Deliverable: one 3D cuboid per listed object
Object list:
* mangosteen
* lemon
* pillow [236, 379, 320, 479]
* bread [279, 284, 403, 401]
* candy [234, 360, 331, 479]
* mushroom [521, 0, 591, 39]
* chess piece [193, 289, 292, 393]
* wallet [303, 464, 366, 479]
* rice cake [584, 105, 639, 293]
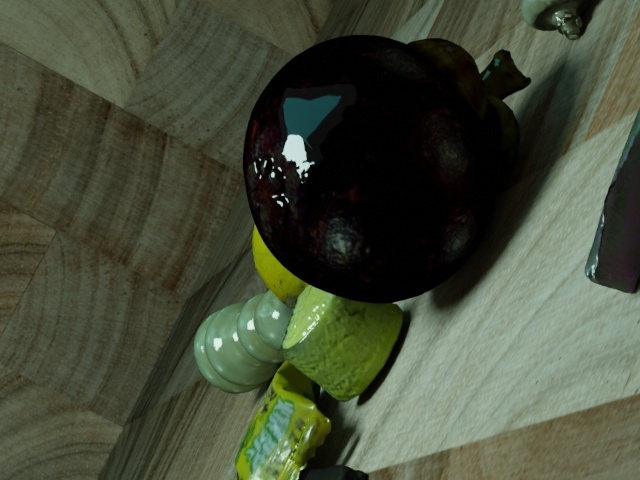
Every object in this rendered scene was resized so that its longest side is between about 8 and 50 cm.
[{"bbox_3d":[0.065,-0.079,1.865,0.313,0.297,0.297,-16,-35,-56],"label":"mangosteen"},{"bbox_3d":[0.002,-0.001,2.234,0.193,0.180,0.180,-28,-22,-52],"label":"lemon"},{"bbox_3d":[-0.052,0.242,2.201,0.203,0.038,0.113,-36,33,63],"label":"pillow"},{"bbox_3d":[0.029,0.107,1.966,0.111,0.114,0.129,-44,22,43],"label":"bread"},{"bbox_3d":[-0.051,0.233,2.029,0.187,0.081,0.297,-64,13,11],"label":"candy"},{"bbox_3d":[0.268,-0.256,1.912,0.085,0.085,0.079,-50,57,50],"label":"mushroom"},{"bbox_3d":[-0.079,0.128,2.451,0.243,0.133,0.133,-36,26,58],"label":"chess piece"},{"bbox_3d":[-0.047,0.375,1.799,0.309,0.042,0.165,-63,7,-18],"label":"wallet"},{"bbox_3d":[0.258,-0.043,1.399,0.036,0.047,0.206,105,-172,-59],"label":"rice cake"}]
